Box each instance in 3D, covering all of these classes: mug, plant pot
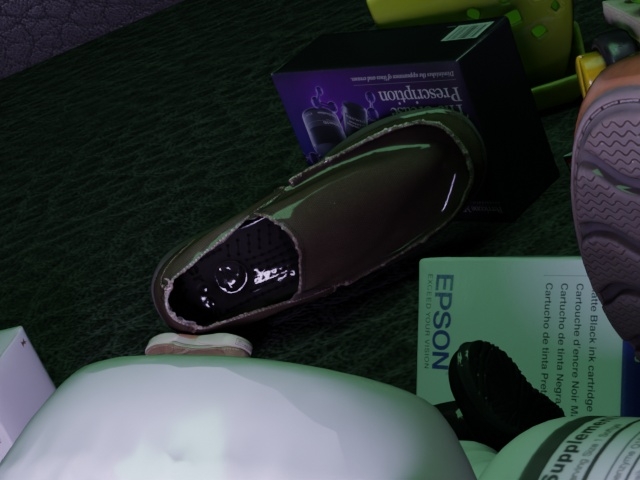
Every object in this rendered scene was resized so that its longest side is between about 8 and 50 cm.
[{"bbox_3d":[-0.011,0.216,0.545,0.374,0.276,0.328,-14,63,46],"label":"mug"},{"bbox_3d":[0.195,-0.260,1.663,0.228,0.207,0.227,-17,23,14],"label":"plant pot"}]

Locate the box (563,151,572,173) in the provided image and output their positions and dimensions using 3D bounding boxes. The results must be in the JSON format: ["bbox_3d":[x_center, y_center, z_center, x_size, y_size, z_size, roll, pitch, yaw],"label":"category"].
[{"bbox_3d":[0.332,-0.098,1.301,0.159,0.044,0.233,-26,3,-6],"label":"box"}]

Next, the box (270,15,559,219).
[{"bbox_3d":[0.097,-0.124,1.492,0.261,0.184,0.103,2,36,45],"label":"box"}]

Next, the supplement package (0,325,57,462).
[{"bbox_3d":[-0.360,0.168,1.382,0.179,0.105,0.105,-14,25,22],"label":"supplement package"}]

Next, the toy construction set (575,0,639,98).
[{"bbox_3d":[0.300,-0.103,0.950,0.258,0.237,0.309,-15,17,25],"label":"toy construction set"}]

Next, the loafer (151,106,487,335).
[{"bbox_3d":[0.000,0.000,1.362,0.366,0.133,0.130,-32,7,7],"label":"loafer"}]

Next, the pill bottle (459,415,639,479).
[{"bbox_3d":[0.190,0.193,0.698,0.363,0.210,0.210,-4,30,39],"label":"pill bottle"}]

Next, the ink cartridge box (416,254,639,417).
[{"bbox_3d":[0.157,0.120,0.895,0.224,0.223,0.045,-2,-5,41],"label":"ink cartridge box"}]

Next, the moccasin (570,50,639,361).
[{"bbox_3d":[0.260,0.030,0.755,0.139,0.380,0.147,-1,52,54],"label":"moccasin"}]

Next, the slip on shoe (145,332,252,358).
[{"bbox_3d":[-0.121,0.116,1.357,0.135,0.051,0.041,-5,61,39],"label":"slip on shoe"}]

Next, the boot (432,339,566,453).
[{"bbox_3d":[0.082,0.106,0.853,0.099,0.121,0.045,-16,51,34],"label":"boot"}]
